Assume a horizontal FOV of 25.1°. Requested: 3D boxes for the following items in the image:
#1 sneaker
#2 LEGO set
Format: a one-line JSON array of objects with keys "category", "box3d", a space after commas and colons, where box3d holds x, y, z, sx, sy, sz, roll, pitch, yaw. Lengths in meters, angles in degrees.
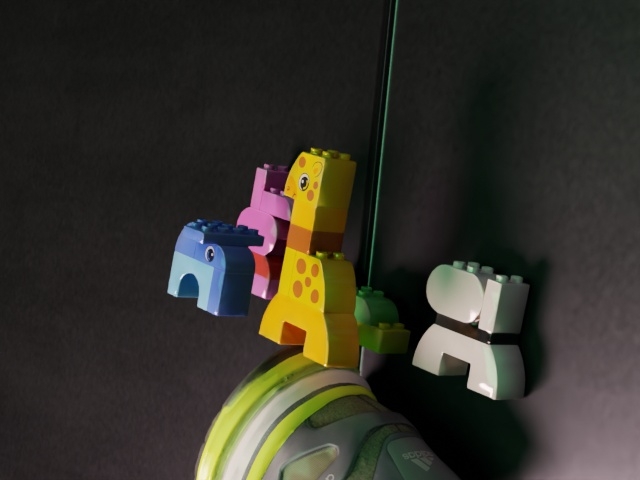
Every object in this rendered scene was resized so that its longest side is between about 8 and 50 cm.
[{"category": "sneaker", "box3d": [-0.017, 0.207, 0.690, 0.121, 0.111, 0.300, 29, 111, 45]}, {"category": "LEGO set", "box3d": [0.000, 0.000, 0.701, 0.227, 0.087, 0.093, 20, 103, 50]}]
